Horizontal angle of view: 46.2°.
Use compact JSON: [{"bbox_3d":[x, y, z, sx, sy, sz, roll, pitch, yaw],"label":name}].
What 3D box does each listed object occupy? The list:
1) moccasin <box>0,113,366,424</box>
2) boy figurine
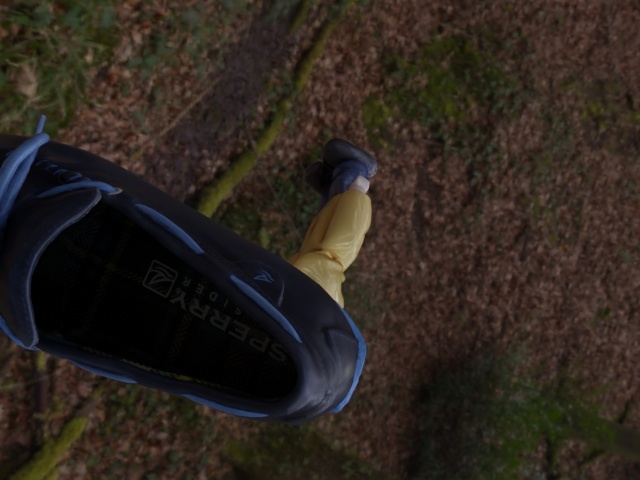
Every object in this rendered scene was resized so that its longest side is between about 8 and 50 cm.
[{"bbox_3d":[-0.136,0.004,0.439,0.117,0.342,0.137,18,88,-79],"label":"moccasin"},{"bbox_3d":[0.000,0.000,0.941,0.177,0.092,0.285,-47,-163,41],"label":"boy figurine"}]
